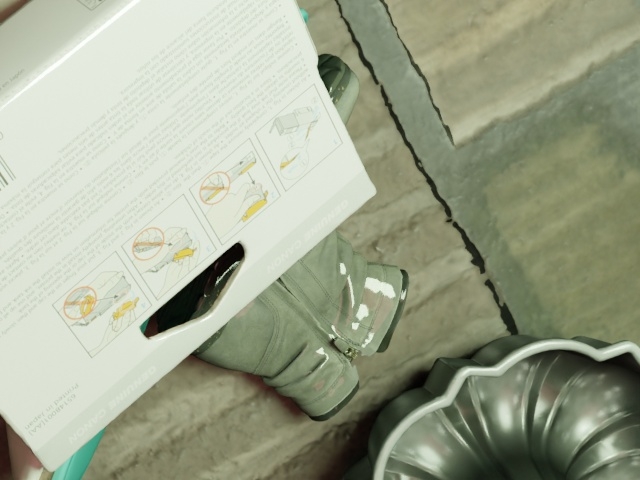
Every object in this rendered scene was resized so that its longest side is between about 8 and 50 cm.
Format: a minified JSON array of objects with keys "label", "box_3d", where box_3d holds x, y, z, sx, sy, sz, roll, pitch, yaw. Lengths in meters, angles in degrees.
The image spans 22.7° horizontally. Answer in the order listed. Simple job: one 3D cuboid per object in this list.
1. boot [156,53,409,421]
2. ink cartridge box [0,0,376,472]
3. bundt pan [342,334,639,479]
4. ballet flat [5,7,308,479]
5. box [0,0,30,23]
[{"label":"boot","box_3d":[0.000,0.000,1.156,0.161,0.083,0.246,25,97,-28]},{"label":"ink cartridge box","box_3d":[-0.124,-0.033,0.978,0.296,0.066,0.261,-41,140,-13]},{"label":"bundt pan","box_3d":[0.159,0.215,1.207,0.331,0.124,0.331,-3,104,-13]},{"label":"ballet flat","box_3d":[-0.148,-0.015,1.093,0.139,0.139,0.400,26,91,-18]},{"label":"box","box_3d":[-0.149,-0.241,0.962,0.121,0.148,0.311,40,111,1]}]
